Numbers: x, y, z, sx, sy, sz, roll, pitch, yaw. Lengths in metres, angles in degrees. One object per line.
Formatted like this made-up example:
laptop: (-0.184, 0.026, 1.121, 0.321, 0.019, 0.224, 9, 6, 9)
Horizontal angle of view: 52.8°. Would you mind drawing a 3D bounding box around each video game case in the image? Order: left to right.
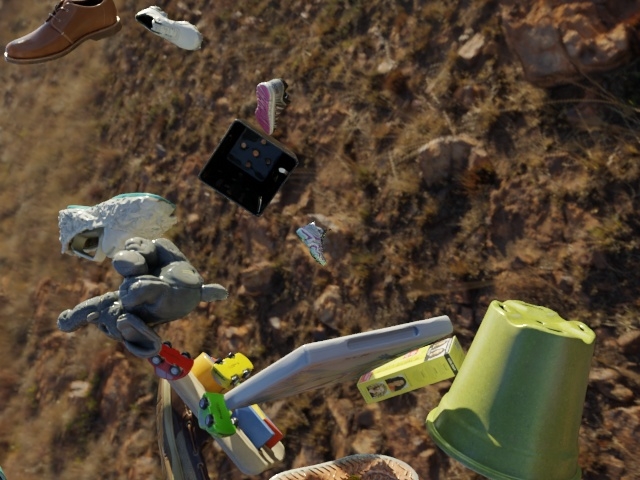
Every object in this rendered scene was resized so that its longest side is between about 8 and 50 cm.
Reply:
video game case: (0.024, 0.221, 1.142, 0.329, 0.300, 0.036, -40, 62, 51)

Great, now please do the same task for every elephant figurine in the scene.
elephant figurine: (-0.319, 0.119, 1.130, 0.186, 0.169, 0.239, 49, 122, 22)

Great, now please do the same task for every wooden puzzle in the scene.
wooden puzzle: (-0.198, 0.372, 1.459, 0.080, 0.348, 0.322, -42, 76, -4)

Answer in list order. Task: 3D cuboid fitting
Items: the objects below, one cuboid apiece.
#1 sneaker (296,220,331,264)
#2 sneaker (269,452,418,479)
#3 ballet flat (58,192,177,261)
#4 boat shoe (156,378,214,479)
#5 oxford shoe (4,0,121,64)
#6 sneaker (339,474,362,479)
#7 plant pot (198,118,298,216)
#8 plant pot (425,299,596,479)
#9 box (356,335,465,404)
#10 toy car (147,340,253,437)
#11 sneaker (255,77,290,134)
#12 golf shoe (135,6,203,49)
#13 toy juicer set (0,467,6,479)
sneaker: (0.000, 0.000, 1.414, 0.069, 0.098, 0.038, -35, -4, -10)
sneaker: (0.041, 0.507, 1.270, 0.108, 0.302, 0.121, -105, 14, -55)
ballet flat: (-0.462, -0.015, 1.443, 0.409, 0.147, 0.147, -4, 68, 44)
boat shoe: (-0.295, 0.449, 1.449, 0.123, 0.123, 0.342, 120, 141, -53)
oxford shoe: (-0.432, -0.356, 1.066, 0.076, 0.076, 0.212, 30, 53, 24)
sneaker: (0.044, 0.415, 1.059, 0.064, 0.175, 0.067, -1, 57, 7)
plant pot: (-0.180, -0.206, 1.674, 0.187, 0.188, 0.167, -53, 13, 19)
plant pot: (0.352, 0.250, 1.129, 0.276, 0.276, 0.254, 31, 110, 55)
box: (0.199, 0.286, 1.417, 0.232, 0.058, 0.087, -26, 8, 27)
toy car: (-0.220, 0.297, 1.245, 0.053, 0.239, 0.225, -57, 38, 22)
sneaker: (-0.105, -0.311, 1.489, 0.063, 0.075, 0.170, 49, 158, 20)
golf shoe: (-0.381, -0.521, 1.606, 0.086, 0.176, 0.069, -44, -22, -58)
toy juicer set: (-0.714, 0.480, 1.245, 0.089, 0.209, 0.329, -116, 17, -60)
